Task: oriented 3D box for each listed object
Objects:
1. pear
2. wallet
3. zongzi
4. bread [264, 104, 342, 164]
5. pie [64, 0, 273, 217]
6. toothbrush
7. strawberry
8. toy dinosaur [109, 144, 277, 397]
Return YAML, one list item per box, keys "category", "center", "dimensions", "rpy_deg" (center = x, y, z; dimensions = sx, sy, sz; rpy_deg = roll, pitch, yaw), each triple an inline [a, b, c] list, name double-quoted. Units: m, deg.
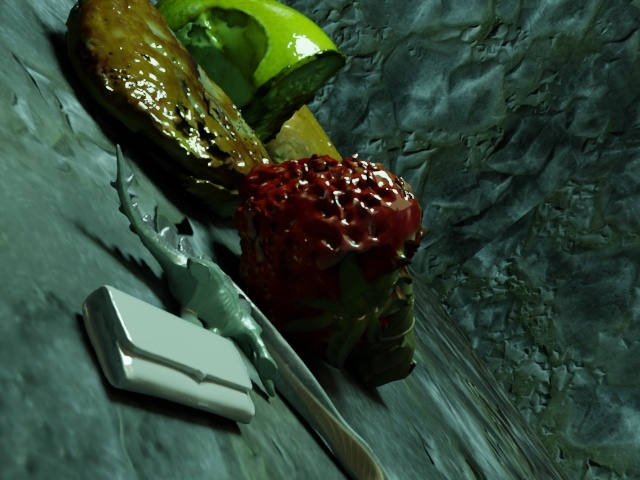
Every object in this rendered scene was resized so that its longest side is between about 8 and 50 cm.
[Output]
- category: "pear"
  center: [-0.130, -0.278, 1.052]
  dimensions: [0.255, 0.238, 0.164]
  rpy_deg: [53, 13, 13]
- category: "wallet"
  center: [-0.080, 0.067, 0.410]
  dimensions: [0.122, 0.025, 0.061]
  rpy_deg: [40, 19, -56]
- category: "zongzi"
  center: [0.052, 0.047, 0.841]
  dimensions: [0.189, 0.081, 0.178]
  rpy_deg: [-122, -152, -53]
- category: "bread"
  center: [-0.067, -0.187, 1.330]
  dimensions: [0.328, 0.148, 0.337]
  rpy_deg: [45, 9, -37]
- category: "pie"
  center: [-0.155, -0.142, 0.795]
  dimensions: [0.308, 0.085, 0.308]
  rpy_deg: [51, 10, -13]
- category: "toothbrush"
  center: [0.023, 0.159, 0.552]
  dimensions: [0.375, 0.028, 0.037]
  rpy_deg: [51, 1, 3]
- category: "strawberry"
  center: [0.000, 0.000, 0.686]
  dimensions: [0.201, 0.184, 0.187]
  rpy_deg: [43, -1, 30]
- category: "toy dinosaur"
  center: [-0.087, 0.026, 0.499]
  dimensions: [0.209, 0.039, 0.082]
  rpy_deg: [59, 0, -21]
